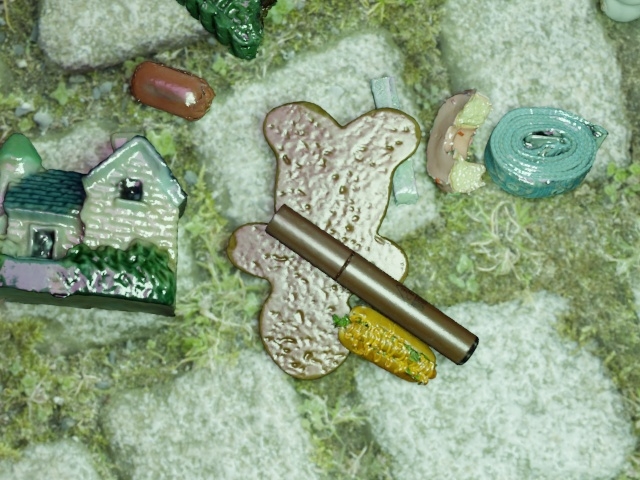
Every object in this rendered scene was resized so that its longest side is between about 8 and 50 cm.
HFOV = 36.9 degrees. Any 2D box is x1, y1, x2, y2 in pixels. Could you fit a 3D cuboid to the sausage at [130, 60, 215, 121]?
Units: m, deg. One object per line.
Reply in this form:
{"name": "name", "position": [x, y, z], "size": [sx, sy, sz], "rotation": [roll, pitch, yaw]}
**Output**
{"name": "sausage", "position": [-0.240, -0.241, 1.540], "size": [0.141, 0.076, 0.076], "rotation": [22, 82, 5]}

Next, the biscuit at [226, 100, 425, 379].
{"name": "biscuit", "position": [0.001, 0.000, 1.492], "size": [0.283, 0.064, 0.431], "rotation": [7, 90, 3]}

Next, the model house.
{"name": "model house", "position": [-0.352, -0.035, 1.431], "size": [0.299, 0.243, 0.284], "rotation": [6, 76, -8]}

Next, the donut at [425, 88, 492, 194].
{"name": "donut", "position": [0.213, -0.150, 1.493], "size": [0.065, 0.117, 0.166], "rotation": [13, 91, -24]}

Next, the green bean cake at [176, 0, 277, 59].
{"name": "green bean cake", "position": [-0.122, -0.428, 1.549], "size": [0.193, 0.107, 0.208], "rotation": [41, 83, 9]}

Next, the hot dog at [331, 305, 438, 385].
{"name": "hot dog", "position": [0.101, 0.158, 1.440], "size": [0.188, 0.055, 0.072], "rotation": [31, 94, -21]}

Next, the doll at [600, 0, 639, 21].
{"name": "doll", "position": [0.563, -0.408, 1.493], "size": [0.270, 0.166, 0.162], "rotation": [18, 84, 2]}

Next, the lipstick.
{"name": "lipstick", "position": [0.077, 0.066, 1.426], "size": [0.357, 0.057, 0.057], "rotation": [34, 84, 3]}

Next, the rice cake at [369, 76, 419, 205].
{"name": "rice cake", "position": [0.119, -0.159, 1.531], "size": [0.043, 0.034, 0.210], "rotation": [-12, 81, 4]}

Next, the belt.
{"name": "belt", "position": [0.341, -0.135, 1.495], "size": [0.163, 0.082, 0.147], "rotation": [26, 73, 9]}
